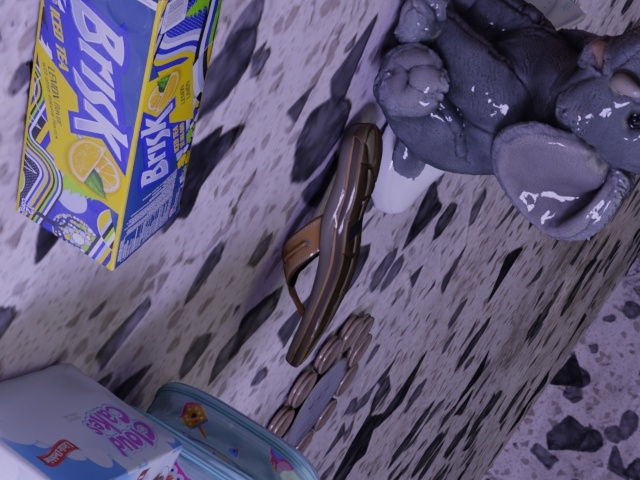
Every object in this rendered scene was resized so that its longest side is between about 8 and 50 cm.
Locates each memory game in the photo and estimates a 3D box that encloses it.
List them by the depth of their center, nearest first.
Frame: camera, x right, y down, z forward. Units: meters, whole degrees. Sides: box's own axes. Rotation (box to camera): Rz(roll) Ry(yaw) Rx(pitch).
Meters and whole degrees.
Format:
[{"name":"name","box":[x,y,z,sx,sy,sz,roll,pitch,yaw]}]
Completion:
[{"name":"memory game","box":[-0.007,0.143,1.650,0.186,0.012,0.186,-53,166,-20]}]

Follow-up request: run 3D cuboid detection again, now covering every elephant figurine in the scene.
[{"name":"elephant figurine","box":[0.166,-0.086,1.221,0.169,0.239,0.186,-66,164,2]}]

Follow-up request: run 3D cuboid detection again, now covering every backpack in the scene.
[{"name":"backpack","box":[-0.081,0.173,1.124,0.144,0.166,0.188,-55,170,-14]}]

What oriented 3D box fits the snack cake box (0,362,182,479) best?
[{"name":"snack cake box","box":[-0.192,0.203,0.965,0.264,0.089,0.152,-60,166,12]}]

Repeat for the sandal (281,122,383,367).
[{"name":"sandal","box":[0.000,0.000,1.291,0.072,0.049,0.180,-35,140,-71]}]

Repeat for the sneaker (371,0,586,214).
[{"name":"sneaker","box":[0.116,-0.100,1.362,0.212,0.094,0.080,-60,168,10]}]

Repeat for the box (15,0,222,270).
[{"name":"box","box":[-0.086,-0.068,0.789,0.054,0.059,0.169,-47,163,-40]}]
